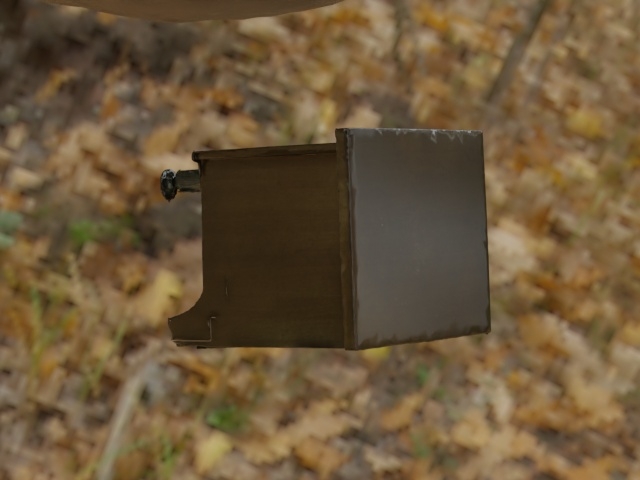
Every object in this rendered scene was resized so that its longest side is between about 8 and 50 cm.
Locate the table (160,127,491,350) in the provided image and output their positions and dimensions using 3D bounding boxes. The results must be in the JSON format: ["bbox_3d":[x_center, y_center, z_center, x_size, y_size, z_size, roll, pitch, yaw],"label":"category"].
[{"bbox_3d":[0.000,0.000,0.666,0.082,0.070,0.083,-2,1,35],"label":"table"}]

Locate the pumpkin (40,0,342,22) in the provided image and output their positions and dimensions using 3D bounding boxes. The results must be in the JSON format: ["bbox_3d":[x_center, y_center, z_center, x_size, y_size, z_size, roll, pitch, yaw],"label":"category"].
[{"bbox_3d":[-0.045,-0.296,0.663,0.454,0.454,0.344,31,-5,21],"label":"pumpkin"}]
